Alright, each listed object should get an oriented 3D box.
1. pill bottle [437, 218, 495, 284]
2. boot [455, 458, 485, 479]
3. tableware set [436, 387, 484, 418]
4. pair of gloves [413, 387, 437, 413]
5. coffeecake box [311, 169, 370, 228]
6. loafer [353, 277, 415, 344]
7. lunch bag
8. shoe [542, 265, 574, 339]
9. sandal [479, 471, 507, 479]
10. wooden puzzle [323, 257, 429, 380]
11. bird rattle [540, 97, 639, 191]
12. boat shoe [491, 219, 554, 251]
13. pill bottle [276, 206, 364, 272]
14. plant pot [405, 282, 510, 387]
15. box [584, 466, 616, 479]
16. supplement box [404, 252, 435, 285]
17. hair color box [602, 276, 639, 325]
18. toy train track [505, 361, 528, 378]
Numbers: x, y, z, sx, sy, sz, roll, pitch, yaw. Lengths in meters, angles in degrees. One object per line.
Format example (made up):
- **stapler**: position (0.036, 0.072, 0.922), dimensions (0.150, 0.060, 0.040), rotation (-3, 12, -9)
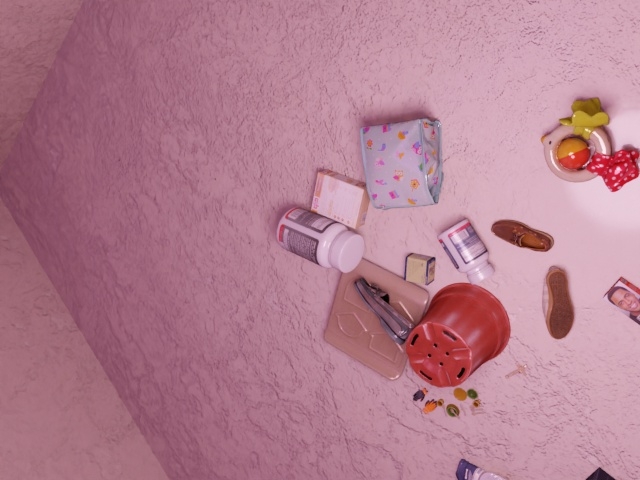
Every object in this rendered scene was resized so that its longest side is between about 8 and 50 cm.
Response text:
- **pill bottle**: position (0.442, 0.036, 1.685), dimensions (0.108, 0.108, 0.180), rotation (-34, 84, 36)
- **boot**: position (0.506, 0.843, 1.920), dimensions (0.086, 0.069, 0.190), rotation (22, 114, 43)
- **tableware set**: position (0.464, 0.546, 1.875), dimensions (0.154, 0.024, 0.104), rotation (-18, 93, 37)
- **pair of gloves**: position (0.365, 0.561, 1.955), dimensions (0.083, 0.010, 0.074), rotation (48, 125, 14)
- **coffeecake box**: position (0.071, -0.143, 1.907), dimensions (0.185, 0.068, 0.142), rotation (24, 117, 26)
- **loafer**: position (0.211, 0.211, 1.811), dimensions (0.084, 0.096, 0.267), rotation (-46, 57, 15)
- **lunch bag**: position (0.251, -0.227, 1.705), dimensions (0.223, 0.160, 0.262), rotation (-1, 98, 34)
- **shoe**: position (0.678, 0.177, 1.605), dimensions (0.076, 0.058, 0.219), rotation (-7, 106, 4)
- **sandal**: position (0.644, 0.840, 1.811), dimensions (0.265, 0.076, 0.102), rotation (33, 93, 24)
- **wooden puzzle**: position (0.193, 0.262, 1.946), dimensions (0.322, 0.080, 0.348), rotation (27, 112, 26)
- **bird rattle**: position (0.693, -0.234, 1.453), dimensions (0.207, 0.143, 0.254), rotation (-21, 105, 48)
- **boat shoe**: position (0.575, -0.013, 1.608), dimensions (0.178, 0.060, 0.064), rotation (21, 115, 28)
- **pill bottle**: position (0.000, 0.000, 1.921), dimensions (0.283, 0.161, 0.161), rotation (24, 117, 35)
- **plant pot**: position (0.402, 0.295, 1.692), dimensions (0.272, 0.265, 0.273), rotation (10, 109, 31)
- **box**: position (0.823, 0.872, 1.531), dimensions (0.312, 0.343, 0.179), rotation (36, 123, 19)
- **supplement box**: position (0.322, 0.092, 1.814), dimensions (0.083, 0.056, 0.083), rotation (12, 110, 32)
- **hair color box**: position (0.840, 0.170, 1.493), dimensions (0.141, 0.043, 0.072), rotation (39, 123, 19)
- **toy train track**: position (0.609, 0.410, 1.742), dimensions (0.048, 0.014, 0.083), rotation (53, 126, 10)
